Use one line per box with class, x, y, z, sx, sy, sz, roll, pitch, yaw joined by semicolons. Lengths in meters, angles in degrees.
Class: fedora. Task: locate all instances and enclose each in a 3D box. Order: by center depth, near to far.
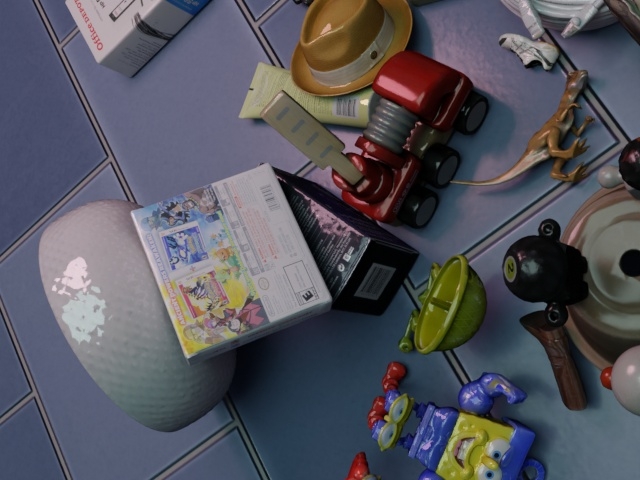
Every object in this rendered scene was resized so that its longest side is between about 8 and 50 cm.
fedora;0.029;-0.289;1.294;0.194;0.079;0.194;-16;53;22

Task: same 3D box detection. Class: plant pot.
plant pot;0.358;0.039;1.004;0.263;0.229;0.263;-4;82;29

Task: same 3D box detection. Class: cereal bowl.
cereal bowl;-0.217;0.080;1.275;0.141;0.339;0.339;-32;68;9

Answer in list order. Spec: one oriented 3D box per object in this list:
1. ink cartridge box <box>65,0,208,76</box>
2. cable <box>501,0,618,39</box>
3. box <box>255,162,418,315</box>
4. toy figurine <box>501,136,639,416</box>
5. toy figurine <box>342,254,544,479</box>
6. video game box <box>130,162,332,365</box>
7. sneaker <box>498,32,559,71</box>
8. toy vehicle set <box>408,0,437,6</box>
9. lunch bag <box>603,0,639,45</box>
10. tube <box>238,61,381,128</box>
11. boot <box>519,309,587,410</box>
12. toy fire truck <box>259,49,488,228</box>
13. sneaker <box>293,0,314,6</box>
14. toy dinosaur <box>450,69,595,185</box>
ink cartridge box;-0.297;-0.390;1.522;0.203;0.086;0.148;-39;66;19
cable;0.317;-0.385;1.149;0.257;0.089;0.257;-31;74;9
box;0.000;0.000;1.258;0.207;0.153;0.108;36;101;28
toy figurine;0.293;0.028;0.823;0.209;0.148;0.213;-47;64;17
toy figurine;0.182;0.223;1.163;0.217;0.191;0.363;24;88;0
video game box;-0.110;0.026;1.148;0.187;0.048;0.205;-19;68;-13
sneaker;0.264;-0.241;1.210;0.083;0.032;0.037;23;95;31
toy vehicle set;0.187;-0.468;1.284;0.166;0.035;0.267;-10;78;28
lunch bag;0.459;-0.303;0.989;0.287;0.235;0.169;-46;58;17
tube;-0.012;-0.205;1.354;0.240;0.070;0.062;13;129;34
boot;0.284;0.147;1.138;0.037;0.106;0.114;-24;101;-1
toy fire truck;0.067;-0.147;1.185;0.158;0.246;0.217;33;99;29
sneaker;0.013;-0.372;1.356;0.152;0.058;0.085;13;84;35
toy dinosaur;0.279;-0.113;1.178;0.211;0.064;0.112;-49;45;5
